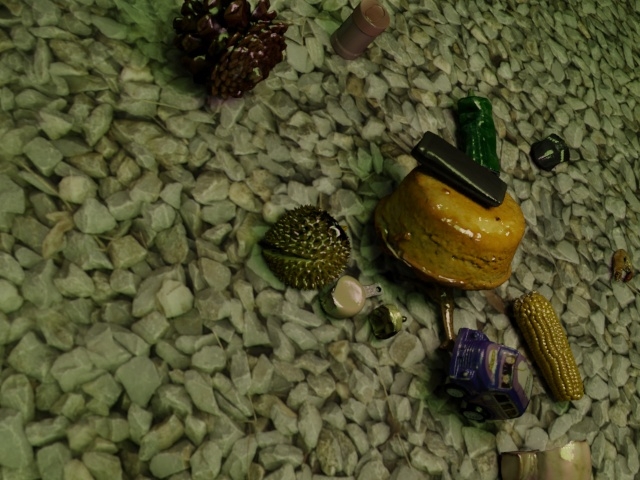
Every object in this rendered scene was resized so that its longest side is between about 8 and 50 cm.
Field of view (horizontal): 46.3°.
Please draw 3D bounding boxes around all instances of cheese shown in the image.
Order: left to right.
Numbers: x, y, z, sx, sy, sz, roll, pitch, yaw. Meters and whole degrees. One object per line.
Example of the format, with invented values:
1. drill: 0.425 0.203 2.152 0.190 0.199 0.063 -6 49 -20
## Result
1. cheese: 0.074 0.120 1.725 0.171 0.048 0.092 -32 90 -40

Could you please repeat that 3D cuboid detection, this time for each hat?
1. hat: 0.159 0.184 1.730 0.059 0.077 0.076 -18 77 -39

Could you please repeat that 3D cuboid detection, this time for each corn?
1. corn: 0.605 0.278 1.971 0.106 0.106 0.305 -16 77 -39

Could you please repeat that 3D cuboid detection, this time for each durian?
1. durian: 0.000 0.000 1.677 0.237 0.138 0.193 -34 88 -41

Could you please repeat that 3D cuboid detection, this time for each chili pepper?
1. chili pepper: 0.454 -0.317 2.174 0.136 0.099 0.270 3 70 -24

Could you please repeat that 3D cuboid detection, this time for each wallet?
1. wallet: 0.338 -0.172 1.803 0.245 0.052 0.168 34 29 4

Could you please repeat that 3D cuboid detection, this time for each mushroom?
1. mushroom: 0.559 0.565 1.756 0.236 0.162 0.173 5 63 -31

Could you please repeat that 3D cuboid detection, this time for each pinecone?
1. pinecone: -0.219 -0.463 1.701 0.264 0.264 0.264 15 59 -28

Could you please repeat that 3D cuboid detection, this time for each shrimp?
1. shrimp: 0.946 0.093 2.348 0.095 0.045 0.162 59 41 -23

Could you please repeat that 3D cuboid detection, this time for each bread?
1. bread: 0.319 -0.042 1.829 0.358 0.204 0.336 5 36 -24

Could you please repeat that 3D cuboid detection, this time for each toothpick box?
1. toothpick box: 0.106 -0.572 2.032 0.098 0.149 0.098 16 58 -28

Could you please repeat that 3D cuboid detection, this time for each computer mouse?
1. computer mouse: 0.742 -0.286 2.378 0.192 0.062 0.105 -24 82 -38

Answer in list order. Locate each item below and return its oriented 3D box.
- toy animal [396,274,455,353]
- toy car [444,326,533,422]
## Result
1. toy animal: 0.291 0.143 1.860 0.149 0.054 0.275 -22 82 -37
2. toy car: 0.397 0.312 1.746 0.235 0.158 0.172 49 50 -38
